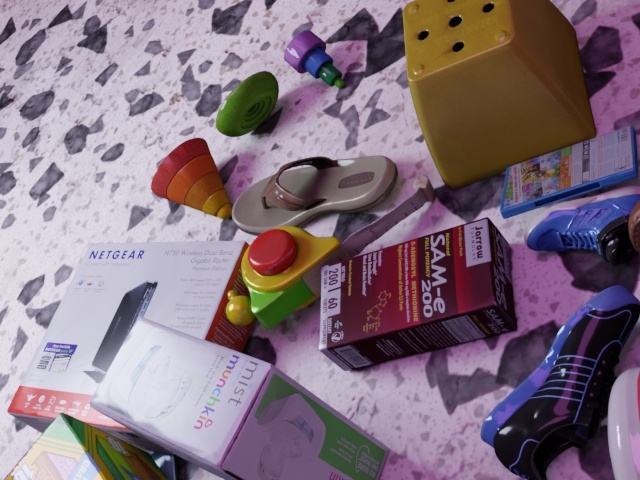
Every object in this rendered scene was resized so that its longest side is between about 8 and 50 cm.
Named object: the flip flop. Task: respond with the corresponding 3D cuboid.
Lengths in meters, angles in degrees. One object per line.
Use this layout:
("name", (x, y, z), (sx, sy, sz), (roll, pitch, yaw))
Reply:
("flip flop", (-0.019, -0.078, 1.409), (0.277, 0.080, 0.112), (-10, 55, 35))

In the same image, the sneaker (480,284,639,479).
("sneaker", (0.277, 0.158, 1.036), (0.232, 0.081, 0.090), (-51, 47, 5))

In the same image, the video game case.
("video game case", (0.305, -0.084, 1.190), (0.166, 0.015, 0.119), (-18, 25, 25))

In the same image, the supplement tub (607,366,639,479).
("supplement tub", (0.407, 0.181, 0.839), (0.272, 0.191, 0.191), (-16, 52, 27))

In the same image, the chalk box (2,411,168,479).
("chalk box", (-0.257, 0.380, 1.175), (0.179, 0.180, 0.289), (-50, 46, -3))

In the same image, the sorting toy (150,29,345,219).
("sorting toy", (-0.099, -0.167, 1.543), (0.365, 0.127, 0.126), (-45, 74, -2))

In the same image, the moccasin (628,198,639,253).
("moccasin", (0.498, -0.004, 0.954), (0.380, 0.139, 0.147), (4, 54, 28))

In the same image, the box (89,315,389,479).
("box", (-0.091, 0.221, 1.128), (0.231, 0.262, 0.126), (11, 68, 42))

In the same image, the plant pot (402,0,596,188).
("plant pot", (0.215, -0.229, 1.270), (0.212, 0.187, 0.212), (-19, 50, 25))

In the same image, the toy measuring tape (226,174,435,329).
("toy measuring tape", (0.000, 0.000, 1.333), (0.330, 0.121, 0.121), (-38, 45, -5))

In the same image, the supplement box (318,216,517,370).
("supplement box", (0.118, 0.070, 1.214), (0.239, 0.073, 0.130), (-18, 51, 25))

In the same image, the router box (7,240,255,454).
("router box", (-0.265, 0.148, 1.421), (0.335, 0.082, 0.301), (-2, 56, 36))

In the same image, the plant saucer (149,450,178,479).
("plant saucer", (-0.212, 0.368, 1.288), (0.067, 0.018, 0.192), (-28, 49, 18))

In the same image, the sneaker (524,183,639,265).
("sneaker", (0.315, -0.004, 1.130), (0.152, 0.058, 0.084), (-19, 42, 17))
